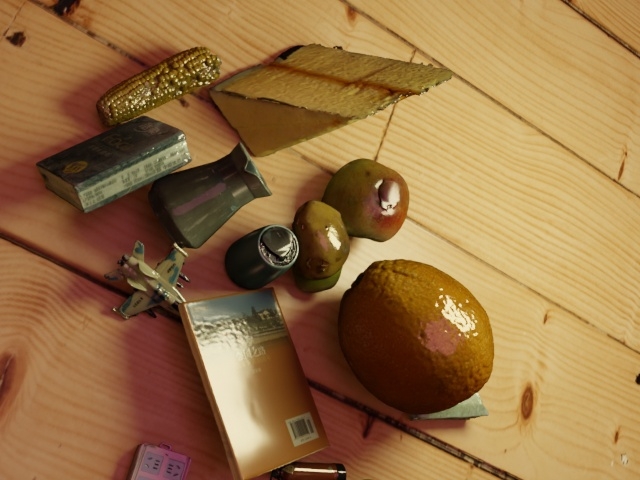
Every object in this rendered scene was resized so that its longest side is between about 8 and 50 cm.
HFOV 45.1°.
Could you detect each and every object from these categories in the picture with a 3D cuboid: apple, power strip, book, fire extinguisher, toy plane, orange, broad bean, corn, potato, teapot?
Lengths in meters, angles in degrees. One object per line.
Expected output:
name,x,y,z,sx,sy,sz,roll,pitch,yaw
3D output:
apple,0.105,-0.097,1.821,0.207,0.174,0.188,16,86,23
power strip,-0.341,0.532,1.494,0.109,0.037,0.279,24,66,-20
book,-0.133,0.285,1.606,0.262,0.028,0.374,-6,70,-47
fire extinguisher,-0.031,0.502,1.650,0.177,0.050,0.062,9,30,-24
toy plane,-0.317,0.116,1.600,0.192,0.088,0.262,-46,122,0
orange,0.206,0.206,1.702,0.322,0.322,0.357,-39,87,-30
broad bean,-0.012,0.031,1.778,0.124,0.082,0.174,-15,90,-5
corn,-0.353,-0.345,1.707,0.320,0.097,0.097,-34,93,-28
potato,0.000,0.000,1.675,0.137,0.137,0.176,-8,100,-28
teapot,-0.227,-0.095,1.629,0.225,0.203,0.171,-29,81,2

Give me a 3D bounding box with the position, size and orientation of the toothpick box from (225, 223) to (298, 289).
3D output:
toothpick box,-0.124,0.032,1.661,0.120,0.184,0.120,8,71,-25

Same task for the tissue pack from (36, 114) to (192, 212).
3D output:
tissue pack,-0.418,-0.159,1.571,0.257,0.185,0.081,-32,129,-30

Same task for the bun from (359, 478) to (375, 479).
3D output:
bun,0.123,0.624,1.651,0.231,0.133,0.231,9,70,-25

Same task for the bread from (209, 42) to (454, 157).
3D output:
bread,0.026,-0.366,1.775,0.346,0.405,0.242,-39,106,-42

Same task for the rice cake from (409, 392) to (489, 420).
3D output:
rice cake,0.299,0.395,1.842,0.206,0.063,0.069,4,68,-27
